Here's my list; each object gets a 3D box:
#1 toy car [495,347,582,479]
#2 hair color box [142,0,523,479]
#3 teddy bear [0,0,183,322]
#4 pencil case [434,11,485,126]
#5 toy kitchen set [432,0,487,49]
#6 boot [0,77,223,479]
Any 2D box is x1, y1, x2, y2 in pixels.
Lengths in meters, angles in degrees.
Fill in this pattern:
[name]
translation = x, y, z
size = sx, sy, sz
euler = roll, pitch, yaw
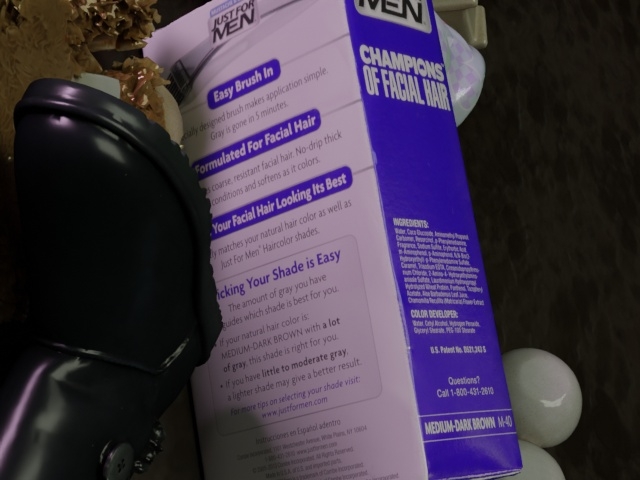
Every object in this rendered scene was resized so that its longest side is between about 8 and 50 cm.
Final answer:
[toy car]
translation = 0.100, 0.158, 0.974
size = 0.136, 0.159, 0.182
euler = 19, 54, -3
[hair color box]
translation = 0.000, 0.000, 0.873
size = 0.110, 0.185, 0.339
euler = 2, 73, -48
[teddy bear]
translation = -0.197, -0.085, 0.757
size = 0.338, 0.113, 0.245
euler = -49, 130, -48
[pencil case]
translation = 0.009, -0.183, 1.016
size = 0.273, 0.113, 0.124
euler = 43, 38, -29
[toy kitchen set]
translation = 0.065, -0.279, 1.147
size = 0.166, 0.122, 0.207
euler = 62, 24, -58
[boot]
translation = -0.131, 0.069, 0.685
size = 0.246, 0.094, 0.207
euler = 81, 28, -54
